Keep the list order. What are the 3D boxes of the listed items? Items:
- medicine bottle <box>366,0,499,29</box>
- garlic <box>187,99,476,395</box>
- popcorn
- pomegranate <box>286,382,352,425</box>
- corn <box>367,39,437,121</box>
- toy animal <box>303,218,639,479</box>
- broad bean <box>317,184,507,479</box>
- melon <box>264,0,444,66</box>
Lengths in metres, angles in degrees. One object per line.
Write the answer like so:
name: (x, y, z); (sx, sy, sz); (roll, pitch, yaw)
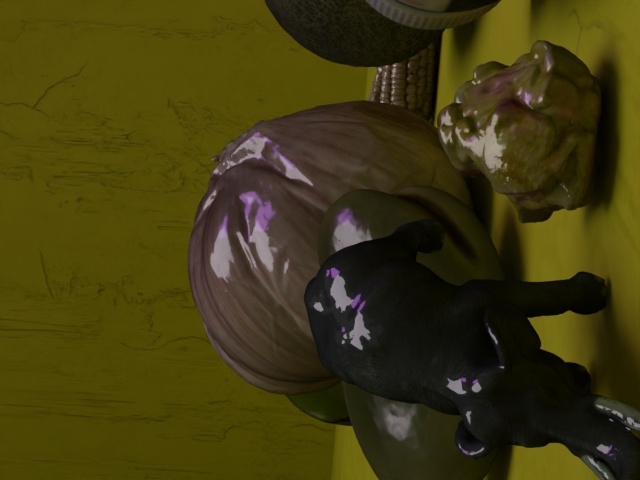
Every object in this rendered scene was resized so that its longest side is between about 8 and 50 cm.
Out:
medicine bottle: (0.090, -0.241, 0.837); (0.273, 0.165, 0.165); (161, 113, -87)
garlic: (0.000, 0.000, 1.193); (0.259, 0.317, 0.317); (50, -174, -9)
popcorn: (0.126, -0.065, 0.723); (0.097, 0.089, 0.109); (-50, 23, 15)
pomegranate: (0.041, 0.110, 1.375); (0.246, 0.198, 0.198); (117, 157, -77)
corn: (0.111, -0.244, 1.585); (0.087, 0.087, 0.210); (-95, 11, -79)
toy animal: (0.098, 0.064, 0.659); (0.269, 0.137, 0.082); (29, 121, 43)
broad bean: (0.083, 0.084, 0.987); (0.189, 0.121, 0.263); (1, 103, 53)
melon: (0.045, -0.311, 1.311); (0.329, 0.249, 0.248); (91, -178, -81)
